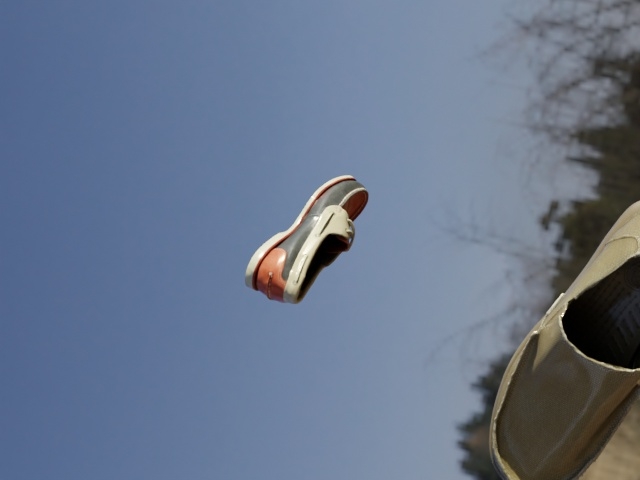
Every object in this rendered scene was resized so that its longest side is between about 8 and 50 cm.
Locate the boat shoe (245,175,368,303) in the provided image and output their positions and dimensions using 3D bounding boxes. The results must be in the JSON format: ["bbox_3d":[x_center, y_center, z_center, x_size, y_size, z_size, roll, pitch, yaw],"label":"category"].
[{"bbox_3d":[0.000,0.000,1.074,0.137,0.043,0.049,-44,-35,-42],"label":"boat shoe"}]

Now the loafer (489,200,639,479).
[{"bbox_3d":[0.113,0.049,0.629,0.148,0.056,0.050,-65,-12,18],"label":"loafer"}]
